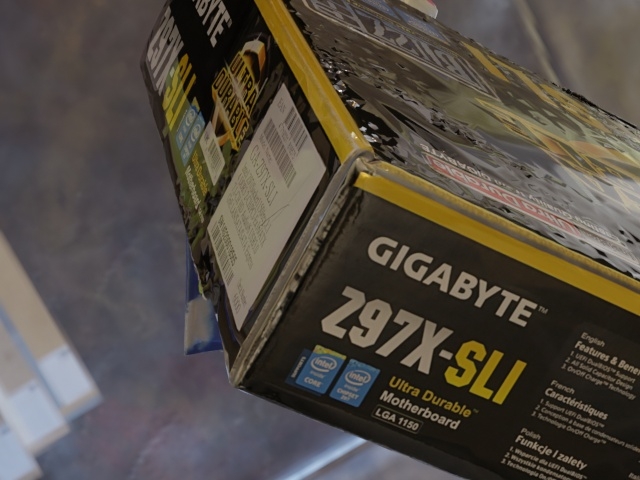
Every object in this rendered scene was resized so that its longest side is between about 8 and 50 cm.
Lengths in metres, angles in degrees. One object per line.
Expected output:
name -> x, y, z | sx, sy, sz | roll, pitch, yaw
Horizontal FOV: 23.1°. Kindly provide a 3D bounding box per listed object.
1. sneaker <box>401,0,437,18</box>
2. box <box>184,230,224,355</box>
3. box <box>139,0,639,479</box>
sneaker -> 0.003, -0.120, 1.033 | 0.063, 0.074, 0.170 | 41, -27, -25
box -> 0.000, 0.000, 0.885 | 0.042, 0.178, 0.109 | 31, -57, 59
box -> 0.102, 0.014, 0.549 | 0.322, 0.079, 0.257 | 24, 16, -21
